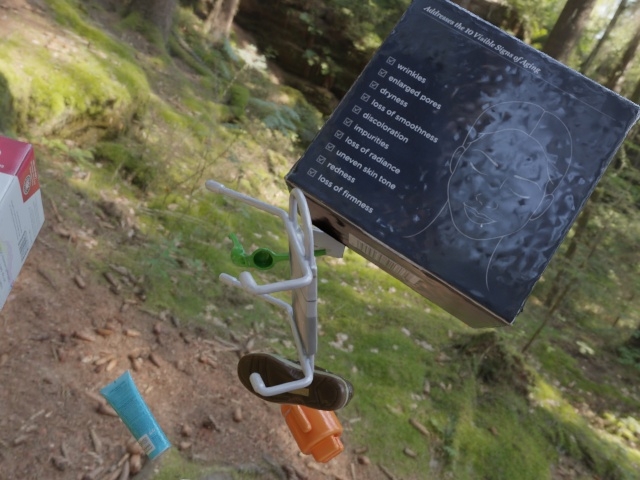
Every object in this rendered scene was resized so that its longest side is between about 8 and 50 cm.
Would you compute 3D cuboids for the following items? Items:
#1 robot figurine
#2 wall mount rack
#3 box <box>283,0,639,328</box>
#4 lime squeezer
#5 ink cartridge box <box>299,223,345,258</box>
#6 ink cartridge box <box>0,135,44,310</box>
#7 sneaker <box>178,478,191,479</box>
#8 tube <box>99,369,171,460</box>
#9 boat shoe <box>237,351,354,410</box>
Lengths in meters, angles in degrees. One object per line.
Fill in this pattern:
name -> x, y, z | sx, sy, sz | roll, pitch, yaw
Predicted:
robot figurine -> -0.025, 0.483, 1.445 | 0.158, 0.128, 0.219 | -4, 49, -42
wall mount rack -> -0.092, 0.058, 0.857 | 0.131, 0.349, 0.304 | -9, 36, -13
box -> 0.262, -0.147, 1.089 | 0.480, 0.471, 0.297 | 34, -7, 8
lime squeezer -> -0.137, 0.034, 1.250 | 0.311, 0.058, 0.110 | 8, 14, 38
ink cartridge box -> 0.000, 0.000, 1.364 | 0.099, 0.056, 0.135 | 14, 4, -15
ink cartridge box -> -0.321, 0.006, 0.481 | 0.073, 0.127, 0.175 | 15, 53, -13
sneaker -> -0.344, 0.579, 1.145 | 0.169, 0.292, 0.108 | 29, 34, 24
tube -> -0.426, 0.408, 1.246 | 0.207, 0.080, 0.052 | 51, -13, 12
boat shoe -> -0.050, 0.292, 1.105 | 0.258, 0.095, 0.095 | 12, -1, 30
